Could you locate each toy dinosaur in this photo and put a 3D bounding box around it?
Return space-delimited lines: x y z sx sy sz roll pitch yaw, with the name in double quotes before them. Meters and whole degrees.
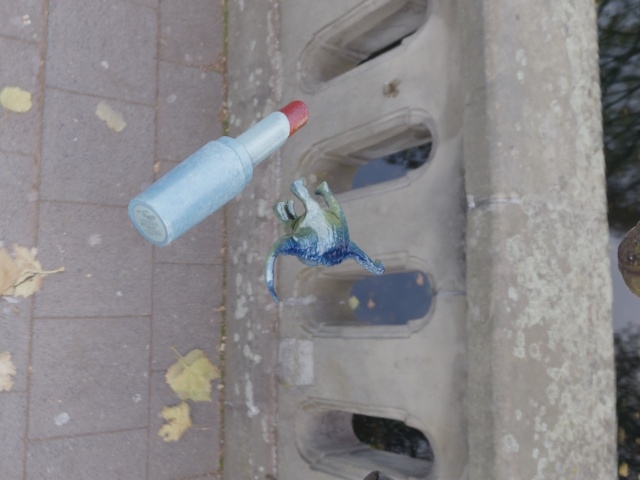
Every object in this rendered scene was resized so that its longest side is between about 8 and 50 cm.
"toy dinosaur" -0.004 -0.009 0.791 0.147 0.076 0.363 58 19 13

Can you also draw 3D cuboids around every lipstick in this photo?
"lipstick" -0.101 -0.092 0.692 0.274 0.061 0.068 -45 150 -39

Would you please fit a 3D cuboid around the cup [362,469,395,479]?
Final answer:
"cup" 0.044 0.288 0.397 0.177 0.239 0.166 10 42 6

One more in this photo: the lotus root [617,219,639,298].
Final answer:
"lotus root" 0.456 0.023 0.666 0.260 0.145 0.128 6 76 -19
